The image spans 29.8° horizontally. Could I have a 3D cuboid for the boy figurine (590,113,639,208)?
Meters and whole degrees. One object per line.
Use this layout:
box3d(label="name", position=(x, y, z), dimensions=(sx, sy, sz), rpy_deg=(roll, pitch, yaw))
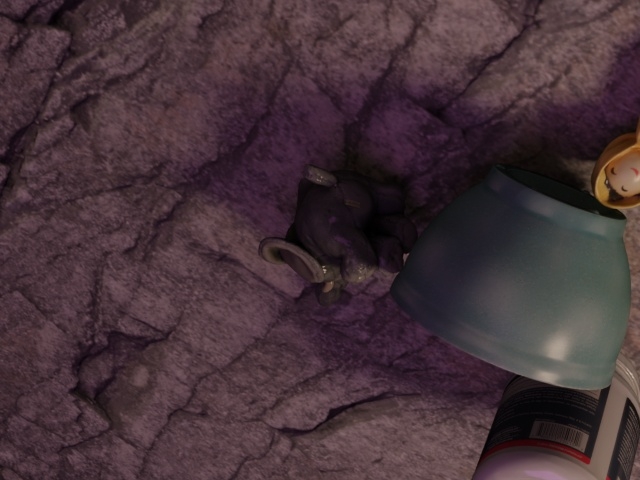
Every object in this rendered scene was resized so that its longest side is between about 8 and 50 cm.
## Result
box3d(label="boy figurine", position=(0.431, -0.120, 1.374), dimensions=(0.285, 0.092, 0.177), rpy_deg=(-20, 116, 31))

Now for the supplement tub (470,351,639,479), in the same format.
box3d(label="supplement tub", position=(0.318, 0.272, 1.591), dimensions=(0.191, 0.272, 0.191), rpy_deg=(13, 128, 17))

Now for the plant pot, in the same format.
box3d(label="plant pot", position=(0.254, 0.025, 1.464), dimensions=(0.293, 0.293, 0.196), rpy_deg=(22, 104, 9))

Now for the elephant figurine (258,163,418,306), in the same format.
box3d(label="elephant figurine", position=(0.000, 0.000, 1.635), dimensions=(0.239, 0.169, 0.186), rpy_deg=(-17, 87, 51))
